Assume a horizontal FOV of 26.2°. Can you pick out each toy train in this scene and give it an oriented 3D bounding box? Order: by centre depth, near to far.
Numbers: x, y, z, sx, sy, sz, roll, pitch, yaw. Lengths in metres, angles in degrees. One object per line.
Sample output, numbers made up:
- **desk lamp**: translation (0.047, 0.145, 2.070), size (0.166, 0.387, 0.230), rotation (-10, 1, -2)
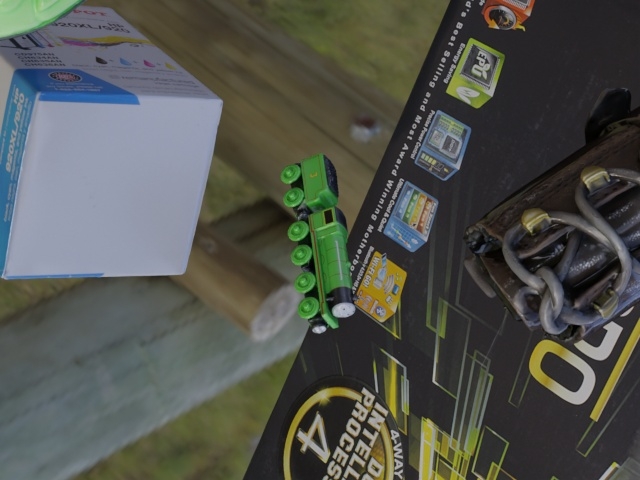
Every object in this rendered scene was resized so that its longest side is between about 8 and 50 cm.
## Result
- **toy train**: translation (0.000, 0.000, 0.559), size (0.023, 0.083, 0.017), rotation (-20, 144, 15)

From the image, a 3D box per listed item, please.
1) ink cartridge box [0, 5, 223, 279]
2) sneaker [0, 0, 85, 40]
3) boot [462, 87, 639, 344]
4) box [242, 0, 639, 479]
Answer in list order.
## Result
- **ink cartridge box**: translation (-0.224, -0.094, 1.198), size (0.171, 0.232, 0.168), rotation (-2, 118, -34)
- **sneaker**: translation (-0.178, -0.331, 1.011), size (0.202, 0.185, 0.483), rotation (114, -10, -62)
- **boot**: translation (0.152, -0.041, 0.410), size (0.229, 0.091, 0.263), rotation (-33, 177, -6)
- **box**: translation (0.144, 0.062, 0.733), size (0.097, 0.318, 0.395), rotation (9, 111, -48)
